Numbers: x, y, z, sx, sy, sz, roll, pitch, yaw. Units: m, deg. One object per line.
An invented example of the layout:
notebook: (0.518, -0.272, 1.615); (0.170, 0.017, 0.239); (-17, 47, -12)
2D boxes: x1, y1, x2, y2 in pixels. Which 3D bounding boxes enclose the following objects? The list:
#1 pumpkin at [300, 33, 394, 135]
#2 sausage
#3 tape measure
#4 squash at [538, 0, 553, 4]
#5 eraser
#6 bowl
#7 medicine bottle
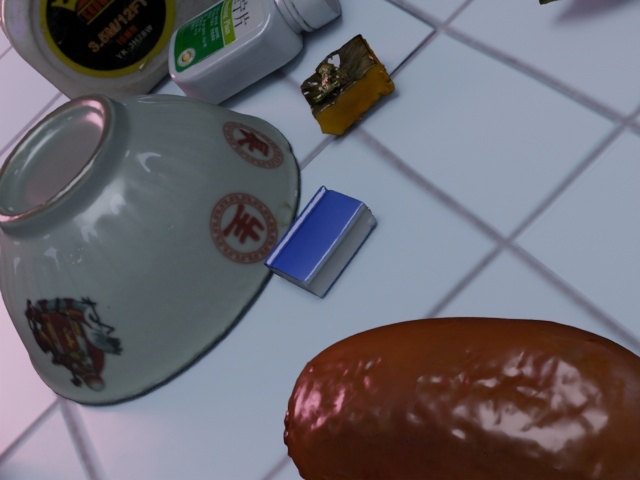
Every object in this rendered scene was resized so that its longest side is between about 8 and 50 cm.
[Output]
pumpkin: (0.020, -0.145, 0.914); (0.083, 0.054, 0.074); (-41, 35, 12)
sausage: (0.090, 0.107, 0.579); (0.258, 0.133, 0.133); (-4, 54, 40)
tape measure: (-0.237, -0.303, 1.131); (0.271, 0.231, 0.133); (-41, 37, 5)
squash: (0.296, -0.277, 0.765); (0.287, 0.137, 0.137); (-49, 38, 12)
eraser: (0.000, 0.000, 0.824); (0.063, 0.027, 0.085); (24, 74, 50)
bowl: (-0.199, -0.033, 0.923); (0.337, 0.157, 0.337); (-23, 43, 23)
medicine bottle: (-0.071, -0.222, 1.047); (0.183, 0.069, 0.119); (-25, 41, 20)
